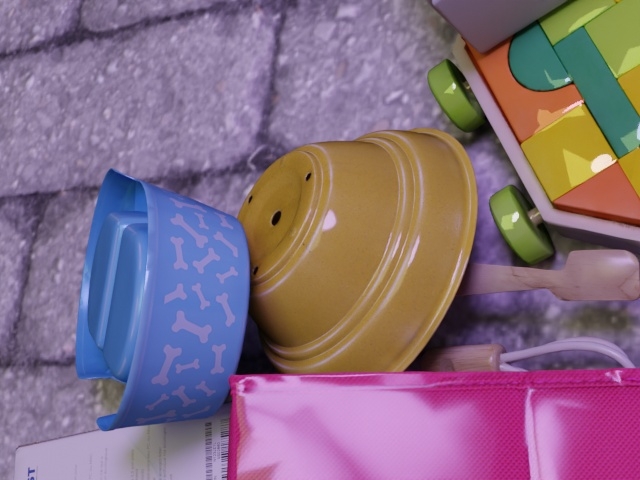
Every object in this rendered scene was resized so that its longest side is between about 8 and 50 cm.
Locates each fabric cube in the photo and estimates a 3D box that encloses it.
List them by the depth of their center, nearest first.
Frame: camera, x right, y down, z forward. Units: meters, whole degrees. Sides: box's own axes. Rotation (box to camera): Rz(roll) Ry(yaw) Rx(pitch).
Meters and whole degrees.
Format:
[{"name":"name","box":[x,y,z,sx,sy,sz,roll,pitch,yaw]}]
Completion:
[{"name":"fabric cube","box":[0.094,0.216,0.500,0.259,0.254,0.258,-2,66,4]}]

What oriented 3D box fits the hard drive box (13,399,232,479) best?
[{"name":"hard drive box","box":[-0.115,0.226,0.786,0.232,0.089,0.181,-15,65,28]}]

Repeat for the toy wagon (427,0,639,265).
[{"name":"toy wagon","box":[0.198,-0.154,0.731,0.267,0.068,0.344,-33,58,19]}]

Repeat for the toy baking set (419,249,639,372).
[{"name":"toy baking set","box":[0.101,0.095,0.716,0.197,0.030,0.256,32,105,30]}]

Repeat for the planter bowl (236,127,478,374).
[{"name":"planter bowl","box":[0.000,0.000,0.743,0.217,0.090,0.217,-39,36,36]}]

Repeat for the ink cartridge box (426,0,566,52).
[{"name":"ink cartridge box","box":[0.148,-0.244,0.701,0.208,0.087,0.153,-30,59,20]}]

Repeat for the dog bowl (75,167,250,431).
[{"name":"dog bowl","box":[-0.121,0.038,0.783,0.297,0.074,0.165,-160,79,-70]}]
